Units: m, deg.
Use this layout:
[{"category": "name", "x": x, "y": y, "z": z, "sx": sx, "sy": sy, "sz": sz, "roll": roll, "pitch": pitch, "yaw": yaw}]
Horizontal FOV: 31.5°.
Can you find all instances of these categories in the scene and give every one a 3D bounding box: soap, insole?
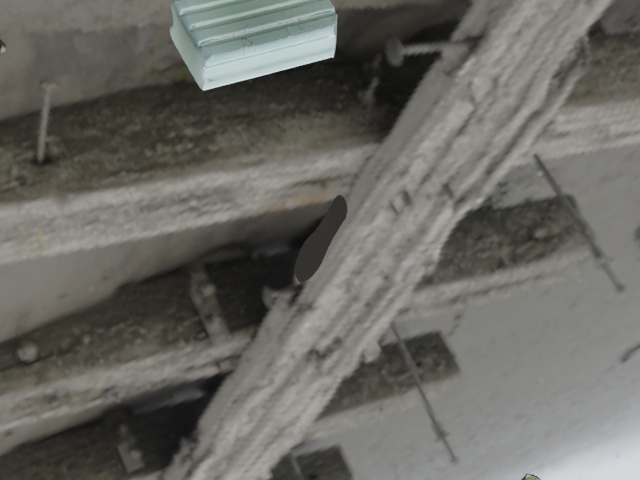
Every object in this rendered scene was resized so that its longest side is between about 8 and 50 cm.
[{"category": "soap", "x": -0.083, "y": -0.275, "z": 1.475, "sx": 0.198, "sy": 0.119, "sz": 0.067, "roll": -18, "pitch": 148, "yaw": -20}, {"category": "insole", "x": 0.000, "y": 0.000, "z": 1.324, "sx": 0.002, "sy": 0.045, "sz": 0.135, "roll": 2, "pitch": 135, "yaw": -33}]

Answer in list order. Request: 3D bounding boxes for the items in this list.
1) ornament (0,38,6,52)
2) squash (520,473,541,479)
[{"category": "ornament", "x": -0.588, "y": -0.199, "z": 1.732, "sx": 0.202, "sy": 0.236, "sz": 0.080, "roll": 6, "pitch": -176, "yaw": 12}, {"category": "squash", "x": 0.209, "y": 0.376, "z": 1.368, "sx": 0.188, "sy": 0.095, "sz": 0.095, "roll": -42, "pitch": 151, "yaw": 17}]
